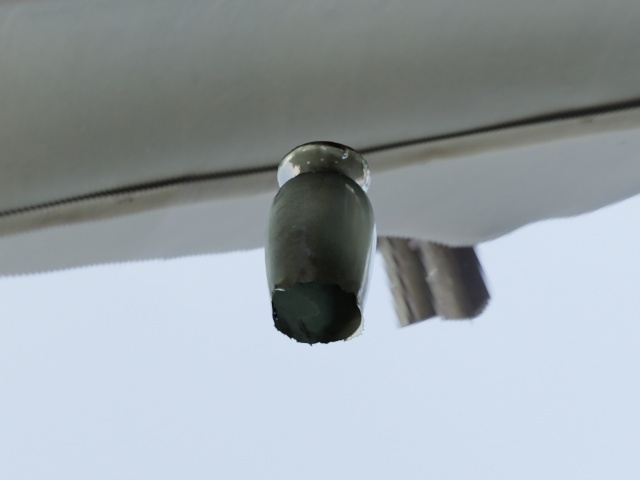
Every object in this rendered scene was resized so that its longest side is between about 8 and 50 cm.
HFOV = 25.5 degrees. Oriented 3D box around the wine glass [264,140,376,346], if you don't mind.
[{"bbox_3d":[0.000,0.000,1.385,0.111,0.111,0.204,20,-136,-15],"label":"wine glass"}]
